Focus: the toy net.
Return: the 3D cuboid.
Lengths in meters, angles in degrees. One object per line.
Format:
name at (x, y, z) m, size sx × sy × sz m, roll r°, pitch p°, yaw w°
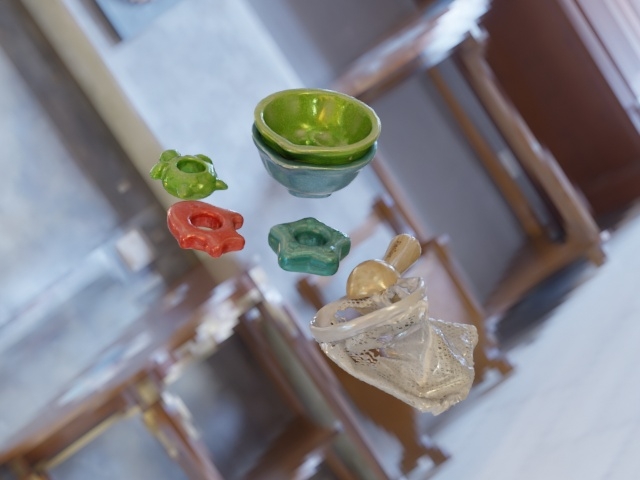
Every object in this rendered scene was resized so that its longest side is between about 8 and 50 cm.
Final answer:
toy net at (0.000, 0.000, 0.883) m, size 0.122 × 0.045 × 0.232 m, roll -5°, pitch 35°, yaw -23°
